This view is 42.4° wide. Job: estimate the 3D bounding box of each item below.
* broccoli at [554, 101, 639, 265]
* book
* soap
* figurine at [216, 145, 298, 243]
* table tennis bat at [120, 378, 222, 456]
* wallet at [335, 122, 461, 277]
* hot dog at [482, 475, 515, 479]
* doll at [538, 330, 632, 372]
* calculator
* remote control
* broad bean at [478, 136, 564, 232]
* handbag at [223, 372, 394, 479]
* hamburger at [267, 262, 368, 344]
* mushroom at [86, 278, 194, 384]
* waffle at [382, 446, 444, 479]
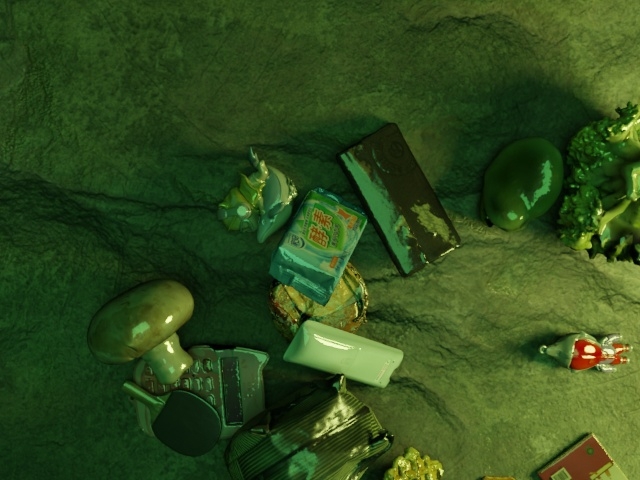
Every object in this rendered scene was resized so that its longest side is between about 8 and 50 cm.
[{"bbox_3d":[0.667,-0.118,1.745,0.293,0.281,0.348,8,94,10],"label":"broccoli"},{"bbox_3d":[0.633,0.581,1.911,0.162,0.022,0.232,-37,93,3],"label":"book"},{"bbox_3d":[0.000,0.000,1.767,0.156,0.293,0.077,26,130,0],"label":"soap"},{"bbox_3d":[-0.142,-0.097,1.813,0.184,0.128,0.208,-10,85,2],"label":"figurine"},{"bbox_3d":[-0.336,0.387,1.842,0.246,0.022,0.138,31,95,0],"label":"table tennis bat"},{"bbox_3d":[0.178,-0.092,1.838,0.170,0.044,0.321,-31,94,-19],"label":"wallet"},{"bbox_3d":[0.413,0.563,1.906,0.083,0.021,0.037,5,72,1],"label":"hot dog"},{"bbox_3d":[0.598,0.252,1.868,0.227,0.075,0.102,3,102,-11],"label":"doll"},{"bbox_3d":[-0.271,0.342,1.868,0.330,0.048,0.220,-4,94,1],"label":"calculator"},{"bbox_3d":[0.056,0.255,1.797,0.293,0.051,0.103,21,105,-35],"label":"remote control"},{"bbox_3d":[0.438,-0.122,1.825,0.228,0.100,0.169,-44,69,11],"label":"broad bean"},{"bbox_3d":[-0.024,0.427,1.719,0.341,0.240,0.247,-29,73,-22],"label":"handbag"},{"bbox_3d":[-0.006,0.134,1.834,0.231,0.107,0.231,0,88,-2],"label":"hamburger"},{"bbox_3d":[-0.364,0.206,1.766,0.243,0.243,0.243,0,93,-1],"label":"mushroom"},{"bbox_3d":[0.201,0.611,1.835,0.291,0.051,0.291,3,85,-45],"label":"waffle"}]
